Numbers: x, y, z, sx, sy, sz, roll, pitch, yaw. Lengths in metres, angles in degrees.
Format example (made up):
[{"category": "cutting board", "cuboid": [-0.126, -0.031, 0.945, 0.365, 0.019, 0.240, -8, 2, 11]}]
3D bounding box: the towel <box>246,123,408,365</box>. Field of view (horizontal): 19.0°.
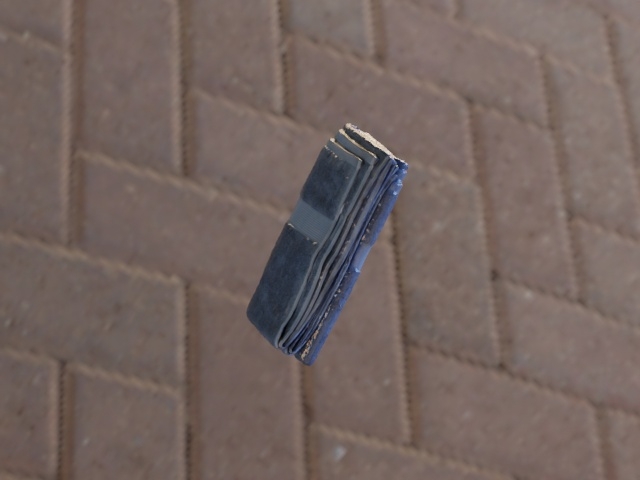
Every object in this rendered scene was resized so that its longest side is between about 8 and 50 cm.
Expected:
[{"category": "towel", "cuboid": [0.000, 0.000, 0.990, 0.029, 0.119, 0.067, 20, 10, -29]}]
